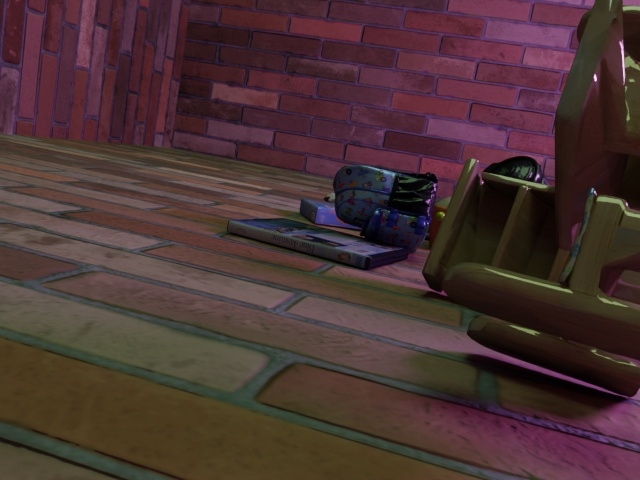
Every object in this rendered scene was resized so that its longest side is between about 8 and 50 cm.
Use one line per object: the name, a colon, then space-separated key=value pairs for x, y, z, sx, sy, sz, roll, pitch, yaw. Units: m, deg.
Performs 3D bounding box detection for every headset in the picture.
headset: x=0.462 y=-0.080 z=1.243 sx=0.243 sy=0.185 sz=0.394 roll=46 pitch=-2 yaw=-4

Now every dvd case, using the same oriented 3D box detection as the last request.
dvd case: x=0.000 y=0.000 z=0.988 sx=0.252 sy=0.022 sz=0.180 roll=14 pitch=9 yaw=25

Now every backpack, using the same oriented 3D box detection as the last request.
backpack: x=0.102 y=-0.060 z=1.056 sx=0.173 sy=0.117 sz=0.158 roll=13 pitch=-19 yaw=-3

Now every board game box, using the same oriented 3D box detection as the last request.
board game box: x=0.072 y=-0.054 z=1.349 sx=0.211 sy=0.039 sz=0.160 roll=8 pitch=9 yaw=-16

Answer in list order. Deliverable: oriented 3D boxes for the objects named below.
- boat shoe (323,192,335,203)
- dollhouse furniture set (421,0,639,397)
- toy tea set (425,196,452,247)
boat shoe: x=0.040 y=-0.113 z=1.725 sx=0.035 sy=0.035 sz=0.100 roll=-23 pitch=26 yaw=-20
dollhouse furniture set: x=0.223 y=-0.058 z=0.603 sx=0.256 sy=0.362 sz=0.394 roll=16 pitch=-17 yaw=27
toy tea set: x=0.319 y=-0.045 z=1.290 sx=0.199 sy=0.124 sz=0.336 roll=10 pitch=9 yaw=1
